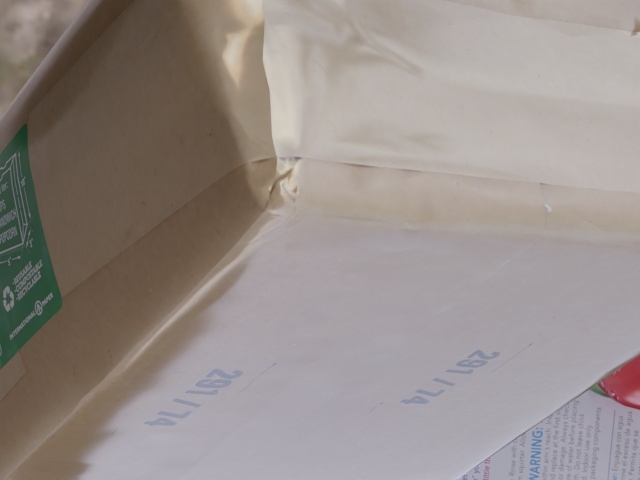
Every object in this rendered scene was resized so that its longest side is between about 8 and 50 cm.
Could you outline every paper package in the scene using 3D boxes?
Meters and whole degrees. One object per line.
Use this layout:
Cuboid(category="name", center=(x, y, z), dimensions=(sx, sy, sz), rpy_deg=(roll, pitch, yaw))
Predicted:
Cuboid(category="paper package", center=(0.000, 0.000, 0.891), dimensions=(0.325, 0.309, 0.168), rpy_deg=(-43, -127, 46))

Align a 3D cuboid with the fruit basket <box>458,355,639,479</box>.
Cuboid(category="fruit basket", center=(0.256, 0.029, 1.083), dimensions=(0.165, 0.353, 0.327), rpy_deg=(-67, 160, -63))
